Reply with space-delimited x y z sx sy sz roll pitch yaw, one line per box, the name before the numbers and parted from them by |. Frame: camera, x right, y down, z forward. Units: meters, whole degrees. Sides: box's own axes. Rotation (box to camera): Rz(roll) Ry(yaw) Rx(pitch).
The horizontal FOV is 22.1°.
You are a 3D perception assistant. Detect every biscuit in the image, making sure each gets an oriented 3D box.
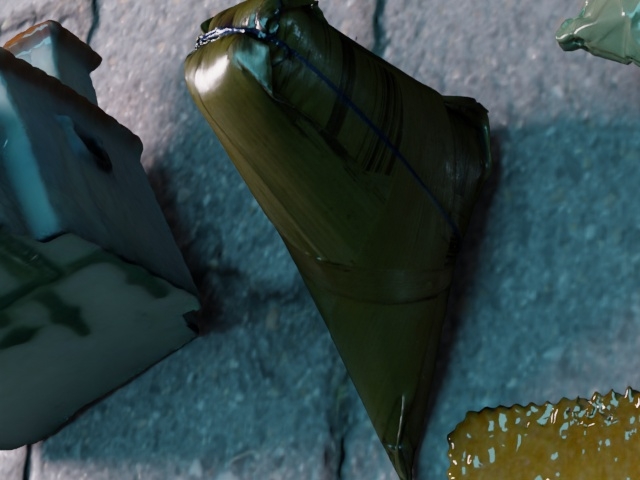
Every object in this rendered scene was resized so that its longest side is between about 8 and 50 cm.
biscuit | 0.182 0.212 1.078 0.232 0.013 0.236 -13 64 32

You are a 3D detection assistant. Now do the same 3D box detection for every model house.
model house | -0.277 -0.047 1.350 0.252 0.295 0.329 -28 58 19

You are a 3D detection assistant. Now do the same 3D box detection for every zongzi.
zongzi | 0.000 0.000 1.149 0.123 0.260 0.289 -6 65 44

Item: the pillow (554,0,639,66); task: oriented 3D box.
pillow | 0.335 -0.200 1.075 0.274 0.076 0.280 29 86 28
